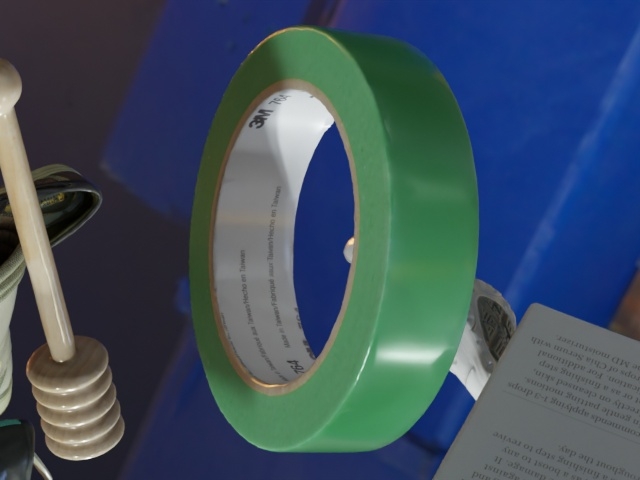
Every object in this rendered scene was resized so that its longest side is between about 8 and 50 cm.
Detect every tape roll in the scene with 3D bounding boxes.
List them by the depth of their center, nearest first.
[{"bbox_3d":[0.000,0.000,1.362,0.077,0.321,0.321,4,-154,-30],"label":"tape roll"}]

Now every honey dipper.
[{"bbox_3d":[-0.095,0.007,0.621,0.030,0.161,0.030,-5,-145,3],"label":"honey dipper"}]

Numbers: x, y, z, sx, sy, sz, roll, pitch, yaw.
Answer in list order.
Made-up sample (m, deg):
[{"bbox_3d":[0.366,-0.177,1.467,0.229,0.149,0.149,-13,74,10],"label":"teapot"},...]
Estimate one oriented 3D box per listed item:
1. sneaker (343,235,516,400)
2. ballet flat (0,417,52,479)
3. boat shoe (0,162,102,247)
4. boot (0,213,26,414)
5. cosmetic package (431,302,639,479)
[{"bbox_3d":[0.108,0.070,1.739,0.232,0.115,0.090,58,-144,-5],"label":"sneaker"},{"bbox_3d":[-0.287,0.275,1.697,0.096,0.280,0.095,-28,-130,-29],"label":"ballet flat"},{"bbox_3d":[-0.310,-0.007,1.734,0.223,0.080,0.073,-31,-157,-28],"label":"boat shoe"},{"bbox_3d":[-0.271,0.081,1.146,0.077,0.165,0.213,35,-138,19],"label":"boot"},{"bbox_3d":[0.189,0.288,1.500,0.230,0.161,0.453,21,-130,17],"label":"cosmetic package"}]
